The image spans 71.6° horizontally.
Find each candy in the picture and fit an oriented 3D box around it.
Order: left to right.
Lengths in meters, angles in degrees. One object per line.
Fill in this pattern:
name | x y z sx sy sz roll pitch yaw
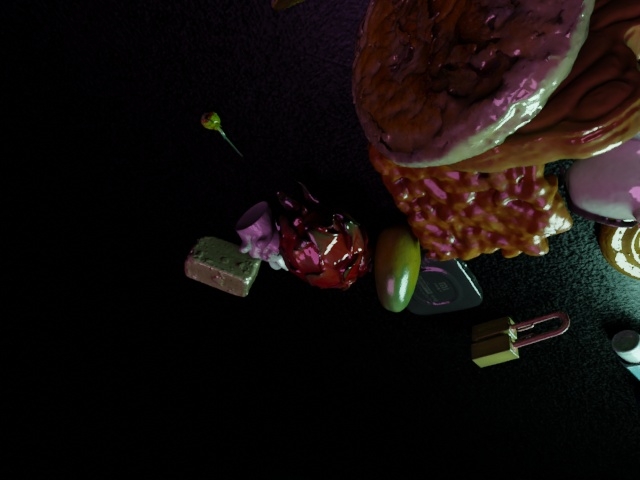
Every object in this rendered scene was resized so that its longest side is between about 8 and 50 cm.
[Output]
candy | -0.207 -0.223 0.946 0.035 0.035 0.123 -11 134 33

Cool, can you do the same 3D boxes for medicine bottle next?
medicine bottle | 0.761 0.310 1.033 0.258 0.079 0.124 42 132 -18

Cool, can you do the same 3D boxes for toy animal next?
toy animal | -0.111 0.026 1.074 0.104 0.130 0.220 -23 124 19
toy animal | 0.447 -0.163 0.609 0.183 0.247 0.310 13 148 26

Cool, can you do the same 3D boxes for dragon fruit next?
dragon fruit | 0.000 0.000 0.960 0.274 0.192 0.193 36 112 -14

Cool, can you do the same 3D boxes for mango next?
mango | 0.165 0.058 0.958 0.092 0.130 0.194 4 95 27

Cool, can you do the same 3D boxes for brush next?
brush | 0.471 0.223 1.049 0.234 0.103 0.047 -30 118 37

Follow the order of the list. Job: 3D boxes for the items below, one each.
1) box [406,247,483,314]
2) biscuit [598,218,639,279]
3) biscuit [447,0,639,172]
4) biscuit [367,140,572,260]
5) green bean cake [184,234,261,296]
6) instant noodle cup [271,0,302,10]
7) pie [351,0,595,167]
box | 0.261 0.104 1.059 0.201 0.042 0.212 -21 120 32
biscuit | 0.656 -0.009 0.808 0.262 0.037 0.261 11 135 11
biscuit | 0.255 -0.212 0.568 0.057 0.312 0.351 46 175 -31
biscuit | 0.257 -0.096 0.785 0.318 0.110 0.312 -4 131 45
green bean cake | -0.255 0.065 1.172 0.179 0.109 0.085 22 135 1
instant noodle cup | 0.001 -0.437 0.524 0.265 0.264 0.200 -20 113 34
pie | 0.145 -0.240 0.511 0.077 0.338 0.339 8 146 -37
